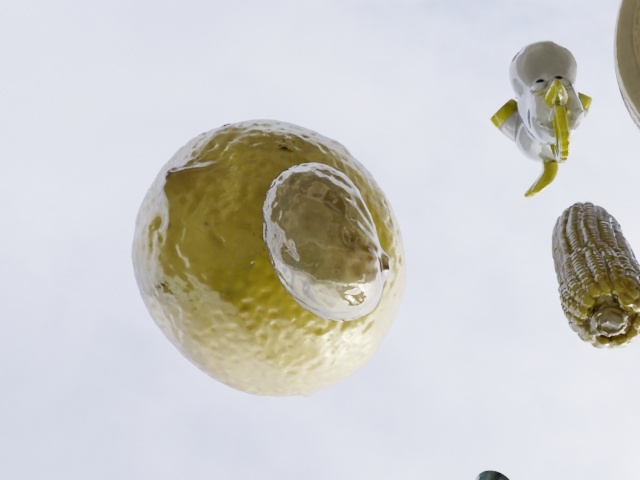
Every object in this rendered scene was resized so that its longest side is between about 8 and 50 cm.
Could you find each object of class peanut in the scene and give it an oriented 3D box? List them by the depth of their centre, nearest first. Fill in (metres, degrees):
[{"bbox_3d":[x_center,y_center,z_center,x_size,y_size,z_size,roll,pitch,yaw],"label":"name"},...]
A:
[{"bbox_3d":[0.000,0.000,1.046,0.109,0.140,0.159,-21,-119,-9],"label":"peanut"}]

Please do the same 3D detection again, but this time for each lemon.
[{"bbox_3d":[-0.057,0.020,1.275,0.336,0.336,0.336,3,-125,-5],"label":"lemon"}]

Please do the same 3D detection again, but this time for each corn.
[{"bbox_3d":[0.256,0.027,1.006,0.080,0.080,0.231,13,-158,2],"label":"corn"}]

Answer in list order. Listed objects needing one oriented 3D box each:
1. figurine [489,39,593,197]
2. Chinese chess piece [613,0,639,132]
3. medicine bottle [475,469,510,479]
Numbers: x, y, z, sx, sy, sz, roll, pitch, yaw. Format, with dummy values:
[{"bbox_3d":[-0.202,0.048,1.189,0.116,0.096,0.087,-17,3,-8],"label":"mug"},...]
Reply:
[{"bbox_3d":[0.231,-0.128,1.089,0.109,0.178,0.130,-2,-110,3],"label":"figurine"},{"bbox_3d":[0.348,-0.161,0.804,0.102,0.273,0.273,24,-136,-40],"label":"Chinese chess piece"},{"bbox_3d":[0.130,0.288,0.995,0.054,0.090,0.208,48,-143,-1],"label":"medicine bottle"}]
